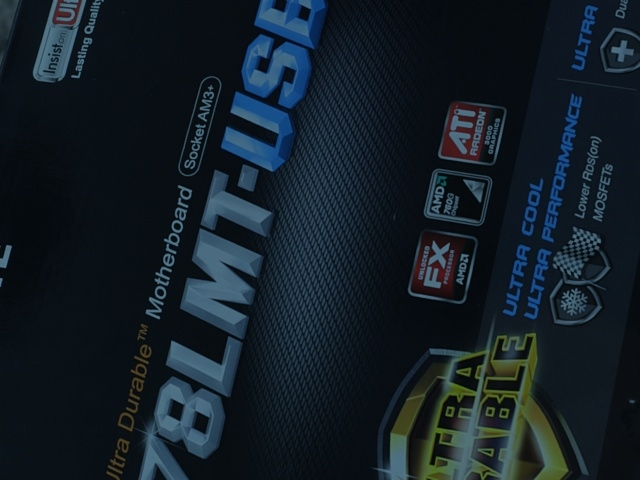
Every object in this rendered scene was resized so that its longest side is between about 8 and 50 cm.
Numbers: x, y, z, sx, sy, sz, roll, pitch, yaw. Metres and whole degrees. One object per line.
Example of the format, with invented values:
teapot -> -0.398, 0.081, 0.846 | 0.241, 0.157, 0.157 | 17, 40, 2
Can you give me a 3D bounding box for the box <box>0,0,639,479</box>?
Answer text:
box -> 0.000, 0.000, 0.600 | 0.293, 0.073, 0.295 | 11, 77, 17
